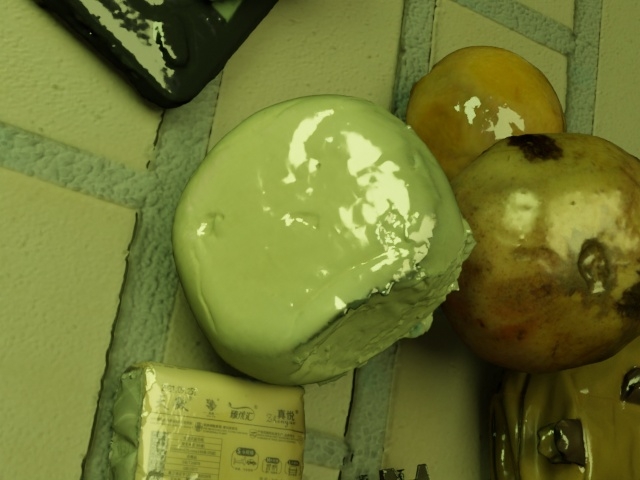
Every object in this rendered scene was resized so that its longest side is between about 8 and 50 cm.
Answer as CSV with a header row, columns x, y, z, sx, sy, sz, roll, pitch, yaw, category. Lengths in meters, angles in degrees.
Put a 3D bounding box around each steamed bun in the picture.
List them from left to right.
x,y,z,sx,sy,sz,roll,pitch,yaw,category
0.000,0.000,1.392,0.312,0.334,0.233,66,8,24,steamed bun

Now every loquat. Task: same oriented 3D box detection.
x,y,z,sx,sy,sz,roll,pitch,yaw,category
0.232,-0.160,1.650,0.238,0.193,0.238,17,45,-18,loquat

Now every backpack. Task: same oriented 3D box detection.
x,y,z,sx,sy,sz,roll,pitch,yaw,category
0.386,0.253,1.619,0.353,0.201,0.378,11,68,-31,backpack

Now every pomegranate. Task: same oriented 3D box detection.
x,y,z,sx,sy,sz,roll,pitch,yaw,category
0.289,0.012,1.474,0.322,0.322,0.322,10,70,-30,pomegranate

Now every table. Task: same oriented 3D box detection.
x,y,z,sx,sy,sz,roll,pitch,yaw,category
0.097,0.331,1.487,0.083,0.070,0.082,-1,73,-32,table

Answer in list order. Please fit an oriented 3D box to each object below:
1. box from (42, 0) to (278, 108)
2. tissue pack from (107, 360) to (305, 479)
x,y,z,sx,sy,sz,roll,pitch,yaw,category
-0.213,-0.384,1.487,0.350,0.091,0.359,42,57,-15,box
-0.130,0.243,1.353,0.222,0.090,0.186,10,73,-29,tissue pack
